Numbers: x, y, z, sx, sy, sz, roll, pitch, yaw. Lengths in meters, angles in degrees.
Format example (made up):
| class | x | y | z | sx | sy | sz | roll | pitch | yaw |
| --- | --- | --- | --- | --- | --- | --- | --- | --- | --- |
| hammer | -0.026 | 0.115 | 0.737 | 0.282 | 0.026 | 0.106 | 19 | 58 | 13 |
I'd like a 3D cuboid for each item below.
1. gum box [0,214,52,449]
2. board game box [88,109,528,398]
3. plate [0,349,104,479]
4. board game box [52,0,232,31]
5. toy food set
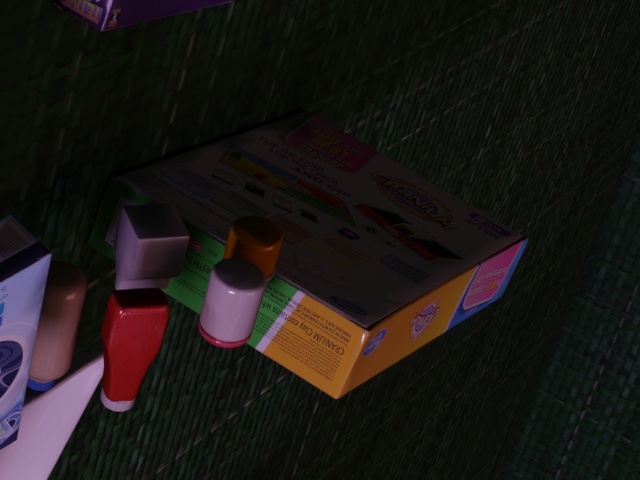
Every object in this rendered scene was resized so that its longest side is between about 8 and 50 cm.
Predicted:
| class | x | y | z | sx | sy | sz | roll | pitch | yaw |
| --- | --- | --- | --- | --- | --- | --- | --- | --- | --- |
| gum box | -0.238 | 0.089 | 1.155 | 0.157 | 0.041 | 0.184 | -33 | 154 | -36 |
| board game box | 0.000 | 0.000 | 1.611 | 0.316 | 0.242 | 0.064 | -24 | 141 | -59 |
| plate | -0.290 | 0.209 | 1.425 | 0.278 | 0.045 | 0.277 | -31 | 156 | -57 |
| board game box | -0.097 | -0.223 | 1.341 | 0.170 | 0.048 | 0.141 | -26 | 140 | -58 |
| toy food set | -0.136 | 0.050 | 1.399 | 0.232 | 0.111 | 0.104 | -4 | 131 | -26 |
